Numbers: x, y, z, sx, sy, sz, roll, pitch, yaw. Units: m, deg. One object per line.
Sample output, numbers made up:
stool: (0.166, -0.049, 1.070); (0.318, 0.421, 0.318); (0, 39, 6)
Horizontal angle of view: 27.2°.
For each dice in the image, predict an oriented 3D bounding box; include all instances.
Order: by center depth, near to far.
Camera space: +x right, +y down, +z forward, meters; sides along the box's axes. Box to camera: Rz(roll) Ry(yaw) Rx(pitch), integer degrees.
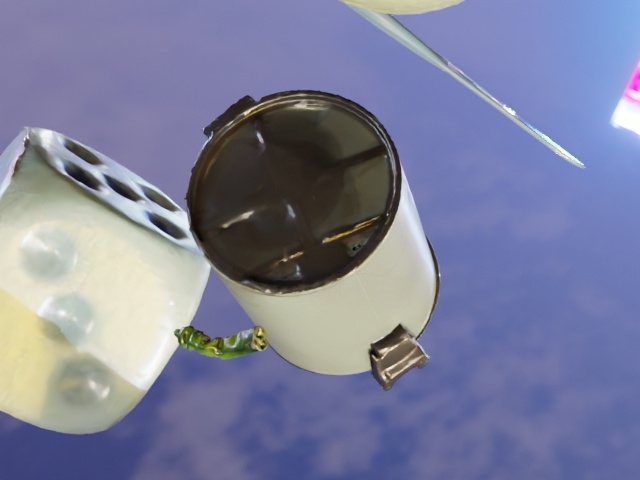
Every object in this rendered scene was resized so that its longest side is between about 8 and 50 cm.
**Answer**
dice: (-0.301, 0.047, 1.554); (0.262, 0.268, 0.264); (32, -172, -19)

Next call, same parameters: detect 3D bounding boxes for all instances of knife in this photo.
knife: (0.119, -0.152, 1.188); (0.313, 0.019, 0.044); (36, -164, -11)

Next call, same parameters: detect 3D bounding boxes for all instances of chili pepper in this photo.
chili pepper: (-0.076, 0.077, 1.001); (0.083, 0.027, 0.022); (-1, -128, 30)

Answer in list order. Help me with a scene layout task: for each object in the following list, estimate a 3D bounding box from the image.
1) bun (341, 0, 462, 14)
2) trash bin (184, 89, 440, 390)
bun: (0.056, -0.240, 0.589); (0.283, 0.283, 0.179); (30, -172, 16)
trash bin: (0.000, 0.000, 1.383); (0.277, 0.217, 0.262); (52, 175, 25)
